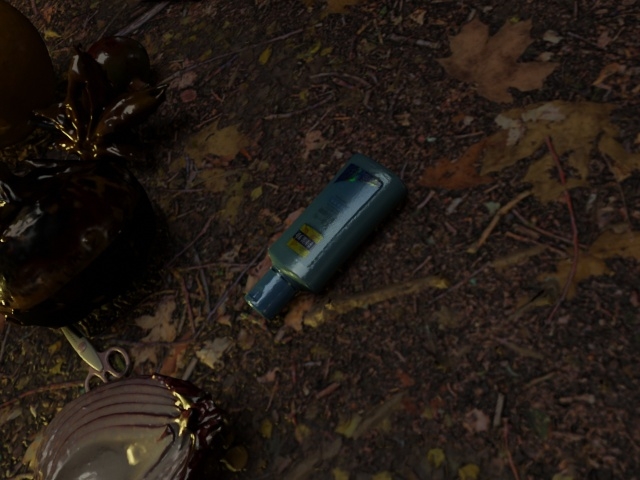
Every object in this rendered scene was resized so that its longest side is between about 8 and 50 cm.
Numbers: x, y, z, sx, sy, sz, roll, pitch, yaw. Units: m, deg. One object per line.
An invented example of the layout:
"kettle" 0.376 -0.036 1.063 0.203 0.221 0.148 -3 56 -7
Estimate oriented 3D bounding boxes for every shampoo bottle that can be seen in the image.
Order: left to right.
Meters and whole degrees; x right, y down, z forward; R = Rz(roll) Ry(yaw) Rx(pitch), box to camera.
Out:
"shampoo bottle" 0.000 0.000 0.825 0.258 0.061 0.104 -48 53 -5

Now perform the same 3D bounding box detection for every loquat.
"loquat" -0.692 -0.328 1.184 0.328 0.328 0.328 -12 59 20

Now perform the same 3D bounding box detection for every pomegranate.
"pomegranate" -0.382 -0.311 1.150 0.129 0.129 0.159 -27 64 10

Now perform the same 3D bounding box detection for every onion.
"onion" -0.213 0.275 0.739 0.283 0.120 0.227 -29 53 13

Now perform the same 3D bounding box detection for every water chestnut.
"water chestnut" -0.409 -0.017 0.906 0.300 0.300 0.300 -12 59 20

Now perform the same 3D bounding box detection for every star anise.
"star anise" -0.416 -0.223 1.086 0.346 0.237 0.148 -1 30 36

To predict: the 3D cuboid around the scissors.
"scissors" -0.356 0.169 0.930 0.176 0.022 0.085 36 87 33
